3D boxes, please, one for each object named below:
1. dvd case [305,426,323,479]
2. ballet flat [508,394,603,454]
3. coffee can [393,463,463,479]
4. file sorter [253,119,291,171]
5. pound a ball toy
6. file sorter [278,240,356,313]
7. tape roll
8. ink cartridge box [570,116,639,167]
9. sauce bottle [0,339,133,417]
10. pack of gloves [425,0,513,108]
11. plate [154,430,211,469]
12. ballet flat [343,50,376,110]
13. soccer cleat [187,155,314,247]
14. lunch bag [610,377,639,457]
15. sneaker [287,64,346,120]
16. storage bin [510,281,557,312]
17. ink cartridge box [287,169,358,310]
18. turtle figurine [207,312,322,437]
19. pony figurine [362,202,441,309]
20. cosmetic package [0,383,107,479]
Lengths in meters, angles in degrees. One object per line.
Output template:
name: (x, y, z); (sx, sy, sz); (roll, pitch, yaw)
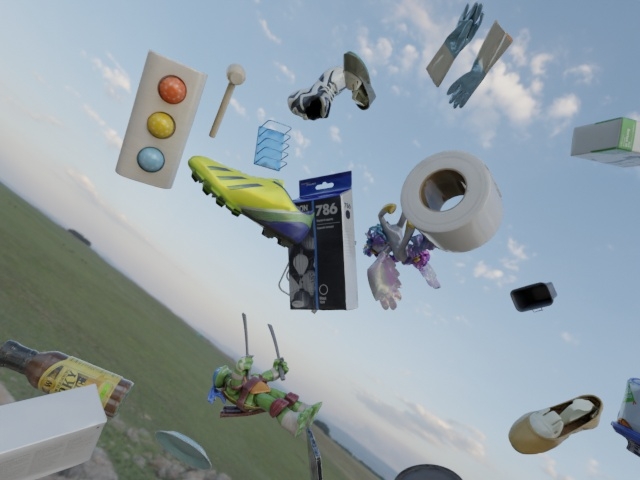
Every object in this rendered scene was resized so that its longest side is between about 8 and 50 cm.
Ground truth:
dvd case: (-0.009, 0.626, 1.091); (0.164, 0.018, 0.221); (-178, -97, -79)
ballet flat: (0.484, 0.365, 0.862); (0.080, 0.232, 0.073); (-127, -144, -47)
coffee can: (0.315, 0.811, 1.171); (0.201, 0.202, 0.275); (3, -77, 59)
file sorter: (-0.192, -0.393, 1.738); (0.118, 0.170, 0.104); (12, -14, -29)
pound a ball toy: (-0.311, -0.274, 0.949); (0.208, 0.319, 0.136); (17, 18, -25)
file sorter: (-0.010, 0.094, 1.591); (0.173, 0.277, 0.193); (31, -57, 5)
tape roll: (0.367, -0.105, 1.176); (0.246, 0.246, 0.169); (21, -7, 40)
ink cartridge box: (0.837, -0.266, 1.163); (0.208, 0.086, 0.153); (7, 1, -15)
sauce bottle: (-0.700, 0.374, 1.152); (0.344, 0.111, 0.111); (25, -17, -9)
pack of gloves: (0.388, -0.478, 1.100); (0.232, 0.046, 0.195); (122, -44, -53)
plate: (-0.385, 0.589, 1.195); (0.188, 0.024, 0.188); (14, -47, 16)
ballet flat: (0.104, -0.431, 1.168); (0.072, 0.068, 0.213); (28, -2, 25)
soccer cleat: (-0.142, -0.099, 0.894); (0.289, 0.121, 0.093); (36, -9, -16)
lunch bag: (0.611, 0.313, 0.607); (0.303, 0.115, 0.243); (21, 0, -16)
sneaker: (0.021, -0.447, 1.310); (0.153, 0.235, 0.094); (60, -6, 43)
storage bin: (0.766, 0.199, 1.491); (0.135, 0.091, 0.098); (-31, -106, 47)
ink cartridge box: (0.000, 0.000, 1.011); (0.165, 0.332, 0.065); (-7, -8, 34)
turtle figurine: (-0.117, 0.322, 1.014); (0.266, 0.274, 0.197); (27, -34, 19)
pony figurine: (0.301, 0.034, 1.566); (0.351, 0.303, 0.363); (62, -31, 23)
cosmetic package: (-0.372, 0.230, 0.449); (0.239, 0.099, 0.060); (0, 45, -46)
